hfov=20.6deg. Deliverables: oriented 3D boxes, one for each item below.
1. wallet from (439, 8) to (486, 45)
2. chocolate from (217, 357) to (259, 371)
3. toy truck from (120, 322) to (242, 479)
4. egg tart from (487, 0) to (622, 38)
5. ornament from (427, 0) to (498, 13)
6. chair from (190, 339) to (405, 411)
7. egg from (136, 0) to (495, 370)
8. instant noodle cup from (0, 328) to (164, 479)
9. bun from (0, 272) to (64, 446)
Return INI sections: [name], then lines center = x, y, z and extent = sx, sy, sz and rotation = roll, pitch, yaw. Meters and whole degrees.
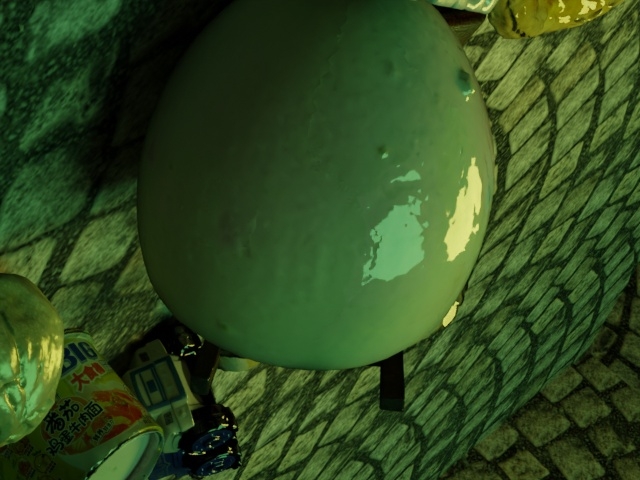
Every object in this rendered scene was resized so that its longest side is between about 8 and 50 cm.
[wallet]
center = 0.104, -0.229, 2.151
extent = 0.243, 0.039, 0.133
rotation = -22, 154, -55
[chocolate]
center = -0.117, 0.073, 2.152
extent = 0.085, 0.085, 0.219
rotation = -42, 148, -21
[toy truck]
center = -0.205, 0.222, 2.186
extent = 0.177, 0.161, 0.213
rotation = -21, 154, -10
[egg tart]
center = 0.320, -0.409, 2.092
extent = 0.388, 0.169, 0.388
rotation = -39, 159, -18
[ornament]
center = 0.084, -0.365, 1.514
extent = 0.239, 0.240, 0.239
rotation = -55, 161, 18
[chair]
center = -0.008, -0.021, 2.010
extent = 0.416, 0.240, 0.203
rotation = -86, 180, -52
[egg]
center = 0.003, -0.103, 1.697
extent = 0.354, 0.354, 0.340
rotation = -34, 145, -39
[instant noodle cup]
center = -0.278, 0.222, 1.976
extent = 0.205, 0.153, 0.205
rotation = -44, 162, -18
[bun]
center = -0.337, 0.141, 1.704
extent = 0.220, 0.134, 0.220
rotation = -44, 165, -15
